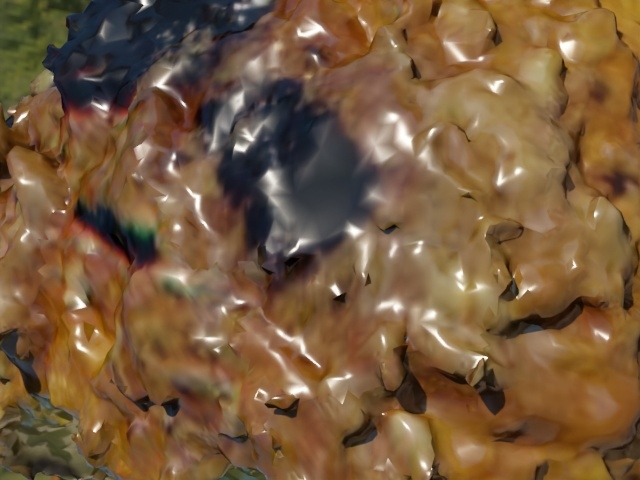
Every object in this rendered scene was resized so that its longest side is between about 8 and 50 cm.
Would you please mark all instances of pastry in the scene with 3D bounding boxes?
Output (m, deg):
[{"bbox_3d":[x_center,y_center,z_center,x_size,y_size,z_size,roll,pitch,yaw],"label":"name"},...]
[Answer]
[{"bbox_3d":[0.012,-0.013,0.588,0.405,0.292,0.337,5,71,45],"label":"pastry"}]
